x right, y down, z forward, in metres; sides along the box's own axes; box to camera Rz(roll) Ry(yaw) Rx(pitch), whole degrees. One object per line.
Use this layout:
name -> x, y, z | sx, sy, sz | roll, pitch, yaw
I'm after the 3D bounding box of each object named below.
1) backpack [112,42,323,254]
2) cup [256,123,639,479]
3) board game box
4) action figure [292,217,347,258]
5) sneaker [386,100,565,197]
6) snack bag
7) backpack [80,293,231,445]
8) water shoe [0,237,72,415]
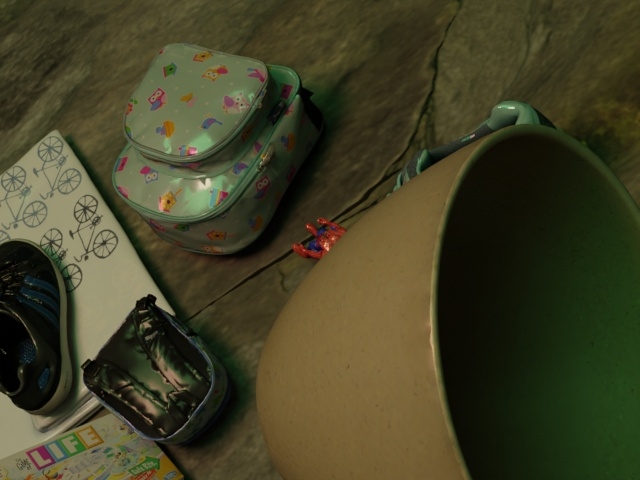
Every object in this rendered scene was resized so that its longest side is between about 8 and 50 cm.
backpack -> -0.107, -0.088, 1.226 | 0.165, 0.144, 0.188 | 17, 77, 28
cup -> 0.092, 0.104, 0.936 | 0.237, 0.331, 0.331 | -15, 57, 40
board game box -> -0.213, 0.215, 1.133 | 0.154, 0.026, 0.103 | -21, 45, -33
action figure -> 0.000, 0.000, 1.149 | 0.038, 0.030, 0.115 | -51, 14, -10
sneaker -> 0.083, -0.018, 1.078 | 0.283, 0.122, 0.110 | -41, 54, 4
snack bag -> -0.335, 0.088, 1.315 | 0.342, 0.037, 0.323 | -40, 54, 4
backpack -> -0.140, 0.127, 1.159 | 0.114, 0.084, 0.105 | 39, 87, 25
water shoe -> -0.289, 0.068, 1.230 | 0.073, 0.080, 0.203 | -30, 56, 9
